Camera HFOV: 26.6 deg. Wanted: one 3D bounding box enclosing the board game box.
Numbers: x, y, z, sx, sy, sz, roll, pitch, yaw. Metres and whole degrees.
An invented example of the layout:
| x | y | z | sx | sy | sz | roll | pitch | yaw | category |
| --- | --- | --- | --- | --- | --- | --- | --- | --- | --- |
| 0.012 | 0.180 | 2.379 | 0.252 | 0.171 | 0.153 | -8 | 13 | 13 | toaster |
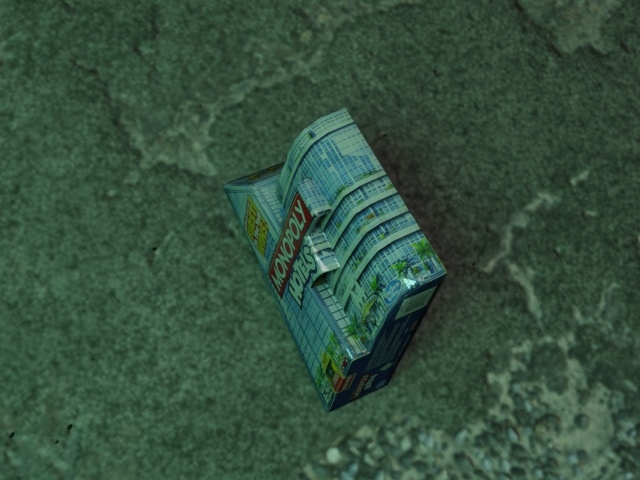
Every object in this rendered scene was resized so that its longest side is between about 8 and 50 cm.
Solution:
| x | y | z | sx | sy | sz | roll | pitch | yaw | category |
| --- | --- | --- | --- | --- | --- | --- | --- | --- | --- |
| 0.000 | 0.000 | 1.007 | 0.060 | 0.194 | 0.194 | -22 | 67 | -22 | board game box |
